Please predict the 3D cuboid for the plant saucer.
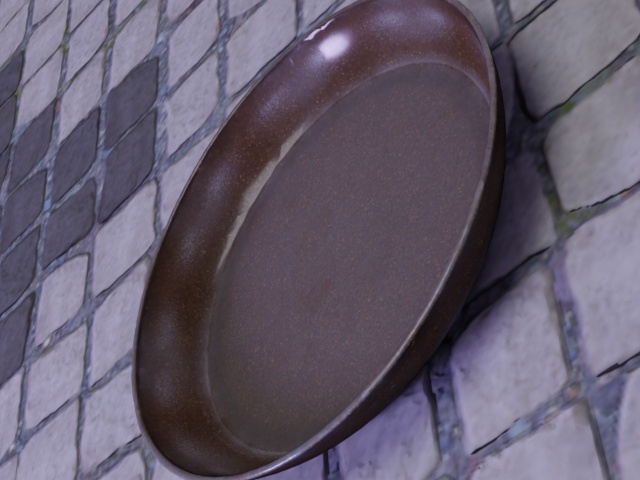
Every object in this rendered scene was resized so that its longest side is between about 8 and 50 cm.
[{"bbox_3d":[0.000,0.000,0.795,0.310,0.050,0.311,-35,38,34],"label":"plant saucer"}]
